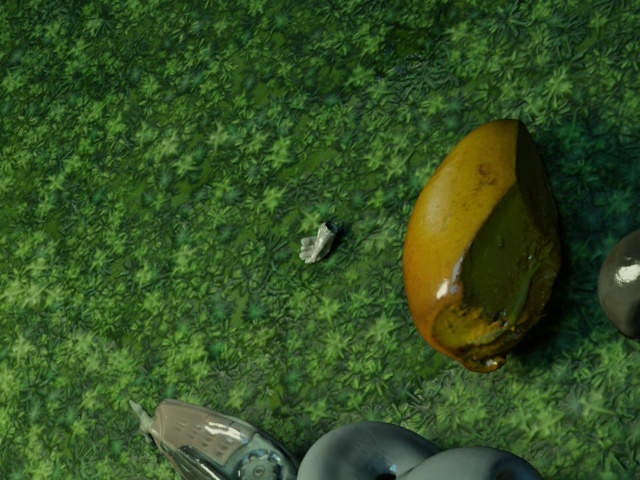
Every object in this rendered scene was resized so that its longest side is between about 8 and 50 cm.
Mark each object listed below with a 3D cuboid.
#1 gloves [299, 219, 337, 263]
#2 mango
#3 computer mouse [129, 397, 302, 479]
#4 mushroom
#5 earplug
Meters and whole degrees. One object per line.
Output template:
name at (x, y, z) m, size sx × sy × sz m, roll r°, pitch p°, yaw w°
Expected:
gloves at (0.001, 0.002, 2.234) m, size 0.081 × 0.037 × 0.044 m, roll -40°, pitch 20°, yaw 25°
mango at (0.206, -0.015, 1.994) m, size 0.199 × 0.201 × 0.350 m, roll 5°, pitch 55°, yaw 7°
computer mouse at (-0.106, 0.295, 2.052) m, size 0.115 × 0.199 × 0.389 m, roll -40°, pitch 50°, yaw -20°
mushroom at (0.406, 0.041, 1.867) m, size 0.188 × 0.117 × 0.141 m, roll -23°, pitch 41°, yaw 30°
earplug at (0.124, 0.305, 1.853) m, size 0.325 × 0.175 × 0.214 m, roll 13°, pitch 35°, yaw 37°
